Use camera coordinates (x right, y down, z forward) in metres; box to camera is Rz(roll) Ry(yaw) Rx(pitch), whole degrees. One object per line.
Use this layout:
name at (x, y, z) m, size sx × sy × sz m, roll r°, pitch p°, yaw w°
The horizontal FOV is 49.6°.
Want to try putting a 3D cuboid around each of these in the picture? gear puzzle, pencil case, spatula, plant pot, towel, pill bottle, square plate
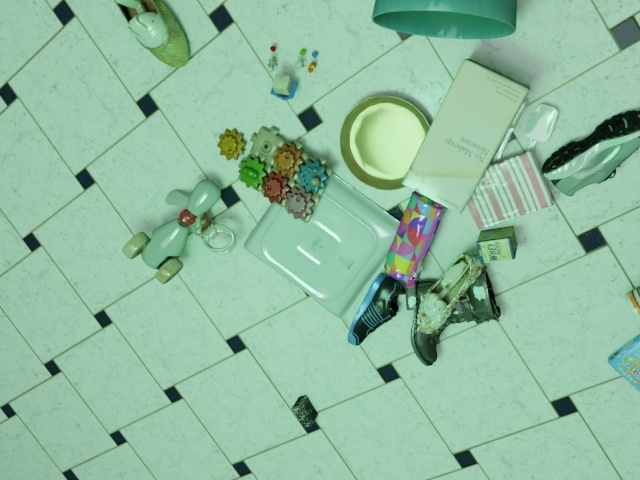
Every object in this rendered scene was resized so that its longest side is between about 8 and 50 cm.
gear puzzle at (-0.136, -0.198, 1.786) m, size 0.339 × 0.044 × 0.175 m, roll 33°, pitch 109°, yaw 19°
pencil case at (0.238, -0.007, 1.720) m, size 0.105 × 0.104 × 0.236 m, roll 21°, pitch 115°, yaw 11°
spatula at (0.429, -0.220, 1.612) m, size 0.168 × 0.019 × 0.241 m, roll 22°, pitch 117°, yaw 10°
plant pot at (0.260, -0.552, 1.399) m, size 0.293 × 0.293 × 0.235 m, roll 8°, pitch 98°, yaw 17°
towel at (0.433, -0.118, 1.638) m, size 0.197 × 0.029 × 0.144 m, roll -19°, pitch 104°, yaw 28°
plant pot at (0.162, -0.239, 1.695) m, size 0.237 × 0.032 × 0.236 m, roll 8°, pitch 114°, yaw 18°
pill bottle at (0.787, 0.124, 1.581) m, size 0.152 × 0.086 × 0.086 m, roll -37°, pitch 95°, yaw 29°
square plate at (0.000, 0.000, 1.843) m, size 0.344 × 0.049 × 0.347 m, roll 37°, pitch 119°, yaw 3°

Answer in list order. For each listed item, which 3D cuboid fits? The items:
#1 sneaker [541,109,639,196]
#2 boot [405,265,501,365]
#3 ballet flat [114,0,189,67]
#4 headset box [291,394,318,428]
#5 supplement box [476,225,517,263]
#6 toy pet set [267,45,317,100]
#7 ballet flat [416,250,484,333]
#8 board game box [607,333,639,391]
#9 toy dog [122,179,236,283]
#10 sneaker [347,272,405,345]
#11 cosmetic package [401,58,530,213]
sneaker at (0.628, -0.192, 1.516) m, size 0.272 × 0.100 × 0.108 m, roll -31°, pitch 112°, yaw 31°
boot at (0.345, 0.201, 1.773) m, size 0.229 × 0.091 × 0.262 m, roll -6°, pitch 107°, yaw 23°
ballet flat at (-0.459, -0.585, 1.737) m, size 0.123 × 0.123 × 0.348 m, roll -24°, pitch 101°, yaw 27°
headset box at (-0.048, 0.505, 2.059) m, size 0.032 × 0.062 × 0.083 m, roll -25°, pitch 100°, yaw 26°
supplement box at (0.426, 0.010, 1.669) m, size 0.083 × 0.083 × 0.056 m, roll -9°, pitch 108°, yaw 23°
toy pet set at (-0.073, -0.409, 1.710) m, size 0.122 × 0.065 × 0.114 m, roll 13°, pitch 80°, yaw 12°
ballet flat at (0.304, 0.122, 1.698) m, size 0.091 × 0.077 × 0.241 m, roll 39°, pitch 100°, yaw 33°
board game box at (0.828, 0.281, 1.657) m, size 0.160 × 0.039 × 0.211 m, roll 43°, pitch 118°, yaw 0°
toy dog at (-0.388, -0.028, 1.943) m, size 0.334 × 0.161 × 0.220 m, roll -26°, pitch 98°, yaw 12°
sneaker at (0.150, 0.201, 1.848) m, size 0.090 × 0.081 × 0.232 m, roll 31°, pitch 118°, yaw 17°
cosmetic package at (0.326, -0.236, 1.562) m, size 0.160 × 0.113 × 0.309 m, roll 27°, pitch 110°, yaw 8°
